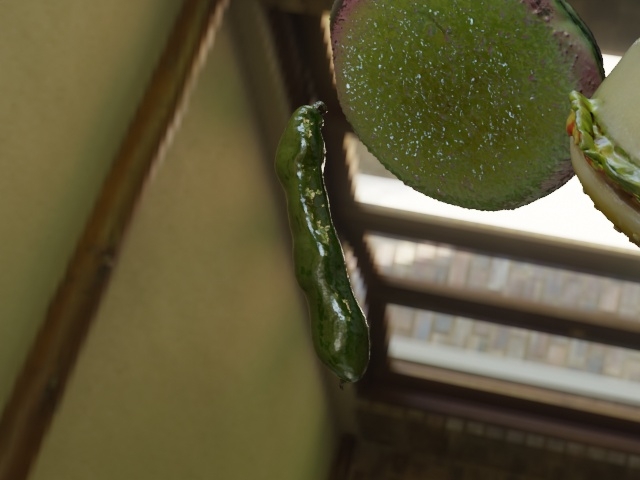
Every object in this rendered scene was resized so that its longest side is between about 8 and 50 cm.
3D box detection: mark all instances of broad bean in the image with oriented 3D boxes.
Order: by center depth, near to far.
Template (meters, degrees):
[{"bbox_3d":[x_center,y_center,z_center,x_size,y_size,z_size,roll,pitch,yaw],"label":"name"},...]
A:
[{"bbox_3d":[-0.001,0.001,1.400,0.052,0.052,0.256,136,128,-61],"label":"broad bean"}]

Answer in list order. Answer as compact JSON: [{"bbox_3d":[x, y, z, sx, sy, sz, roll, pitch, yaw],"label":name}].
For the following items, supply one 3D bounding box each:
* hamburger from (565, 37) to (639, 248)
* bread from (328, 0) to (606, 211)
[{"bbox_3d":[0.168,-0.033,0.719,0.141,0.126,0.081,-8,-49,-59],"label":"hamburger"},{"bbox_3d":[0.099,-0.119,1.203,0.033,0.228,0.229,-40,-40,-45],"label":"bread"}]
